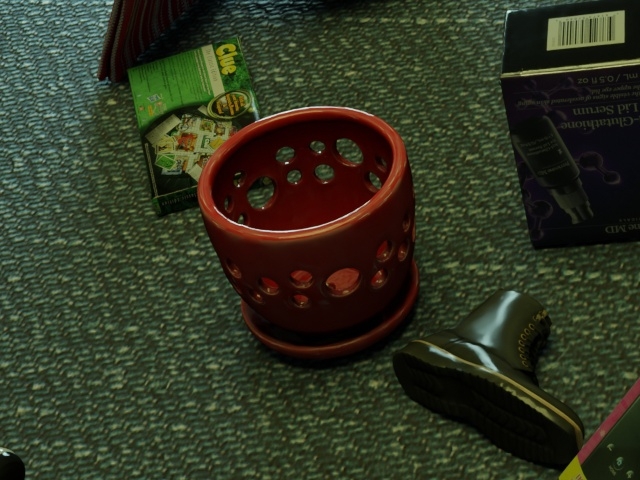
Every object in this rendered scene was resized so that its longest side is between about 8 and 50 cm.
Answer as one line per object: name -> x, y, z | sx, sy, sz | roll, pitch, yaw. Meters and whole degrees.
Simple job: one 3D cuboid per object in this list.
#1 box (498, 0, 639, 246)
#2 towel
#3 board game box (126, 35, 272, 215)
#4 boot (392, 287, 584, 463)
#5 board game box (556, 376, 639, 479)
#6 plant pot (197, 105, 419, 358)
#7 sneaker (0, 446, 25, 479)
box -> 0.254, -0.108, 1.685 | 0.153, 0.207, 0.108 | -6, 39, 14
towel -> -0.154, -0.316, 2.112 | 0.031, 0.199, 0.275 | 34, 54, 8
board game box -> -0.130, -0.128, 1.988 | 0.136, 0.030, 0.260 | -18, 38, 1
boot -> 0.176, 0.103, 1.568 | 0.137, 0.077, 0.198 | -34, 42, -29
board game box -> 0.259, 0.212, 1.247 | 0.303, 0.097, 0.224 | -53, 37, 17
plant pot -> 0.000, 0.000, 1.668 | 0.191, 0.174, 0.191 | -10, 38, 8
sneaker -> -0.269, 0.275, 1.512 | 0.121, 0.079, 0.217 | 11, 54, 25
